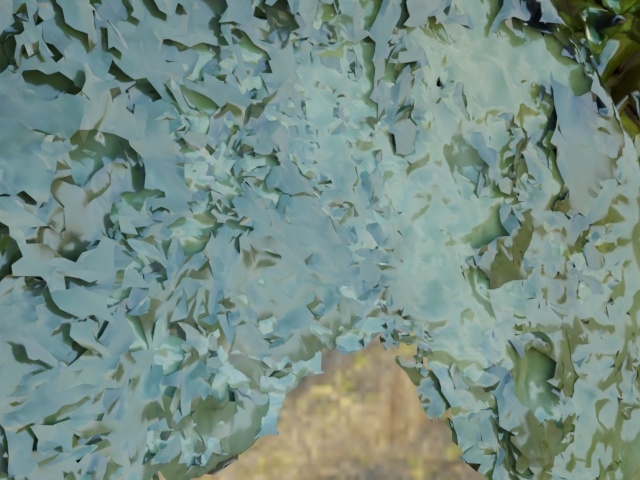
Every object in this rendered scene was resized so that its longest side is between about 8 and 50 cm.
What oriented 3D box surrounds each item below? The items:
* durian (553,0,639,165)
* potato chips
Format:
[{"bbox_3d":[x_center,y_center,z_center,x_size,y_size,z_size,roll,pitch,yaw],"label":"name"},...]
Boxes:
[{"bbox_3d":[0.151,-0.106,0.658,0.291,0.291,0.224,9,43,16],"label":"durian"},{"bbox_3d":[0.002,-0.001,0.426,0.220,0.202,0.029,25,-25,-29],"label":"potato chips"}]
